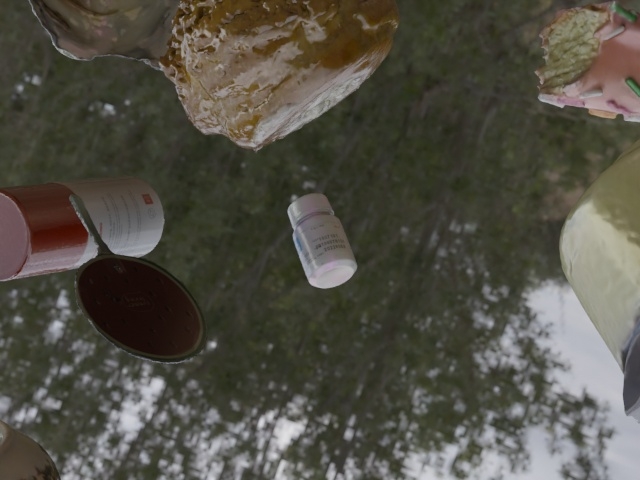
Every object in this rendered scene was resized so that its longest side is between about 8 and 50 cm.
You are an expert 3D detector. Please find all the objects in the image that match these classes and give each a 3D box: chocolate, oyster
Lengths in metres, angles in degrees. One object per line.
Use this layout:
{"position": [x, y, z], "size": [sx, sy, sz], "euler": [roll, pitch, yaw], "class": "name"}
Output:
{"position": [0.445, 0.018, 1.409], "size": [0.326, 0.314, 0.297], "euler": [-18, -126, -36], "class": "chocolate"}
{"position": [-0.214, -0.287, 1.122], "size": [0.275, 0.271, 0.100], "euler": [37, 139, -8], "class": "oyster"}

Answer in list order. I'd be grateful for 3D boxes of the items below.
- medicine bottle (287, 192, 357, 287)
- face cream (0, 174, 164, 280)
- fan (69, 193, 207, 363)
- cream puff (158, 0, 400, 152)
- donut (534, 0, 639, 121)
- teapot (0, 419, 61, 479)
{"position": [0.000, 0.000, 1.130], "size": [0.052, 0.052, 0.089], "euler": [15, -134, -47], "class": "medicine bottle"}
{"position": [-0.268, -0.017, 1.189], "size": [0.096, 0.095, 0.214], "euler": [22, -164, 25], "class": "face cream"}
{"position": [-0.115, 0.020, 0.652], "size": [0.085, 0.005, 0.133], "euler": [-5, -131, -50], "class": "fan"}
{"position": [-0.029, -0.130, 0.705], "size": [0.115, 0.150, 0.165], "euler": [55, 176, 3], "class": "cream puff"}
{"position": [0.211, -0.104, 0.652], "size": [0.117, 0.065, 0.166], "euler": [10, 179, -26], "class": "donut"}
{"position": [-0.333, 0.245, 0.943], "size": [0.208, 0.165, 0.299], "euler": [11, -155, 5], "class": "teapot"}
